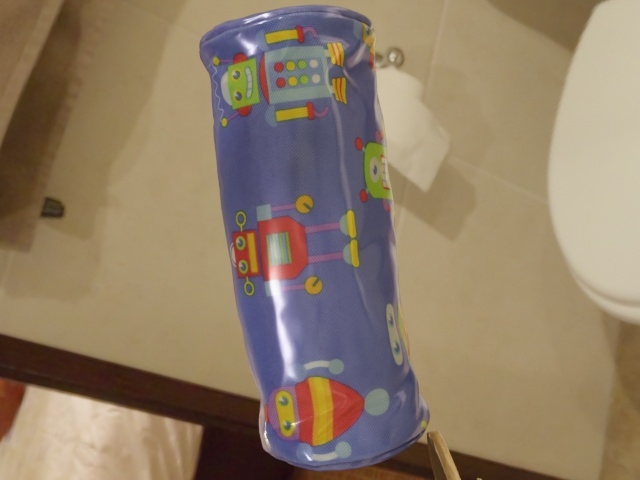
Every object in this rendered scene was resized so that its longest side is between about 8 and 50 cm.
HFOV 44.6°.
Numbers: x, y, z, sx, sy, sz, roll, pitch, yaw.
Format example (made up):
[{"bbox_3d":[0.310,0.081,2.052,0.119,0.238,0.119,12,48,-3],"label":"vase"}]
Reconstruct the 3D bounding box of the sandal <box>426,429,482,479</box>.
[{"bbox_3d":[0.142,0.227,0.501,0.088,0.079,0.240,79,175,-51],"label":"sandal"}]

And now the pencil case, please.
[{"bbox_3d":[0.000,0.000,0.536,0.119,0.133,0.305,-9,90,30],"label":"pencil case"}]
